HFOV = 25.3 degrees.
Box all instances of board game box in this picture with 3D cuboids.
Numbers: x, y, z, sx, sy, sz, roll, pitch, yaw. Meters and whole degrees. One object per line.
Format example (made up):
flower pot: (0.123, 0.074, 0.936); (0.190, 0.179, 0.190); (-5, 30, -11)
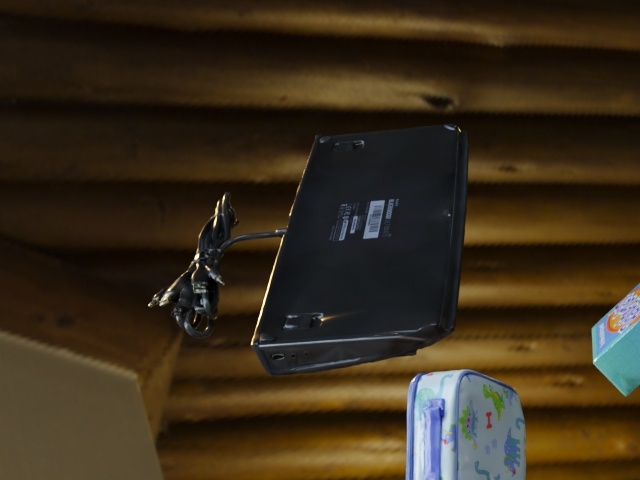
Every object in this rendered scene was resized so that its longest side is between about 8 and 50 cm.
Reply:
board game box: (0.342, 0.042, 1.321); (0.047, 0.160, 0.210); (45, -78, 1)

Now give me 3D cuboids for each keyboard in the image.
keyboard: (0.000, 0.000, 0.982); (0.202, 0.317, 0.033); (-4, -64, 11)

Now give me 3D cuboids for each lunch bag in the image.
lunch bag: (0.171, 0.266, 1.697); (0.090, 0.219, 0.176); (-10, -19, 34)
